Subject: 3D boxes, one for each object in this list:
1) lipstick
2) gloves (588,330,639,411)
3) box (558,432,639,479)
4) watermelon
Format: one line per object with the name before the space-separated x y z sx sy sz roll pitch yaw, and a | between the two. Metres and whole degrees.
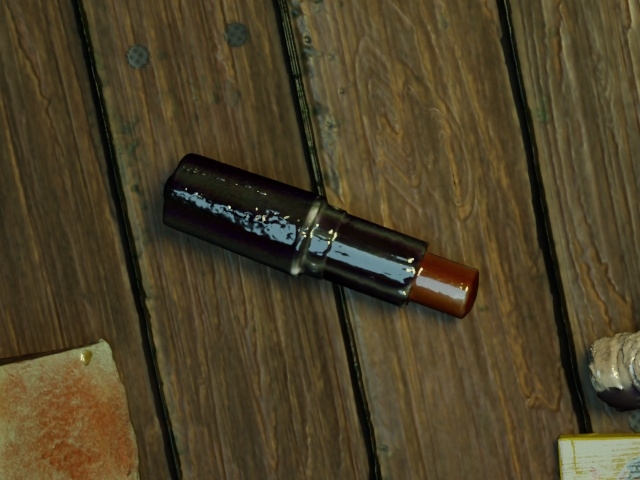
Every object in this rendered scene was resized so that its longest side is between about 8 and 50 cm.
lipstick | 0.000 0.000 1.365 0.300 0.081 0.081 20 102 9
gloves | 0.301 0.096 1.290 0.144 0.110 0.094 -12 52 15
box | 0.293 0.215 1.345 0.155 0.023 0.086 -3 99 15
watermelon | -0.269 0.215 1.416 0.201 0.262 0.212 -12 91 -12
